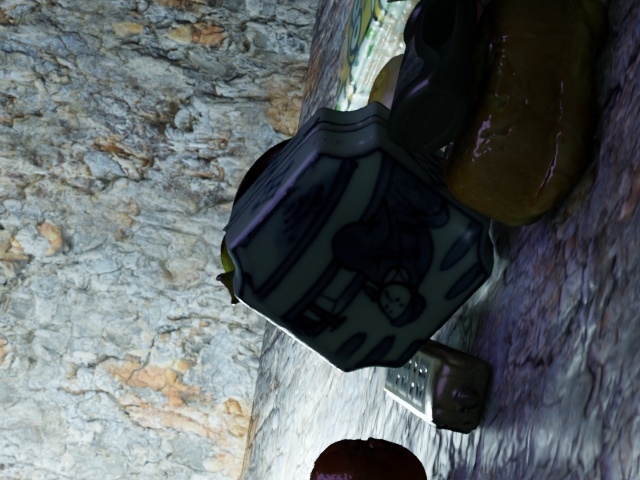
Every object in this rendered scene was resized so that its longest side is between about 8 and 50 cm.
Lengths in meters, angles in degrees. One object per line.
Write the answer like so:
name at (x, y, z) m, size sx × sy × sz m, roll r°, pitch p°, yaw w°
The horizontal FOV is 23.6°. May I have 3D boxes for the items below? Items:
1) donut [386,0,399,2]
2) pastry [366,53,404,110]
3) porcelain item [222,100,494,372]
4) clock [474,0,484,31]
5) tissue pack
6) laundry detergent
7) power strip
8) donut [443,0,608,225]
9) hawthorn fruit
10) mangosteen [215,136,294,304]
donut at (0.160, -0.380, 1.656) m, size 0.360 × 0.360 × 0.170 m, roll -113°, pitch 2°, yaw -75°
pastry at (0.132, -0.227, 2.446) m, size 0.156 × 0.092 × 0.156 m, roll -165°, pitch 90°, yaw -74°
porcelain item at (0.048, -0.001, 1.857) m, size 0.281 × 0.286 × 0.157 m, roll -46°, pitch 17°, yaw 21°
clock at (0.180, -0.295, 2.240) m, size 0.162 × 0.093 × 0.166 m, roll -82°, pitch 9°, yaw -46°
tissue pack at (0.122, -0.374, 2.594) m, size 0.311 × 0.128 × 0.228 m, roll 113°, pitch 167°, yaw -46°
laundry detergent at (0.130, -0.209, 1.654) m, size 0.144 × 0.078 × 0.221 m, roll 123°, pitch 164°, yaw -52°
power strip at (0.137, 0.172, 1.891) m, size 0.387 × 0.066 × 0.092 m, roll -173°, pitch 94°, yaw -81°
donut at (0.216, -0.144, 1.663) m, size 0.208 × 0.128 × 0.261 m, roll 126°, pitch 157°, yaw -70°
hawthorn fruit at (0.057, 0.340, 1.918) m, size 0.157 × 0.157 × 0.194 m, roll -102°, pitch 9°, yaw -70°
mangosteen at (0.007, -0.013, 2.229) m, size 0.313 × 0.297 × 0.297 m, roll -45°, pitch -30°, yaw -82°
